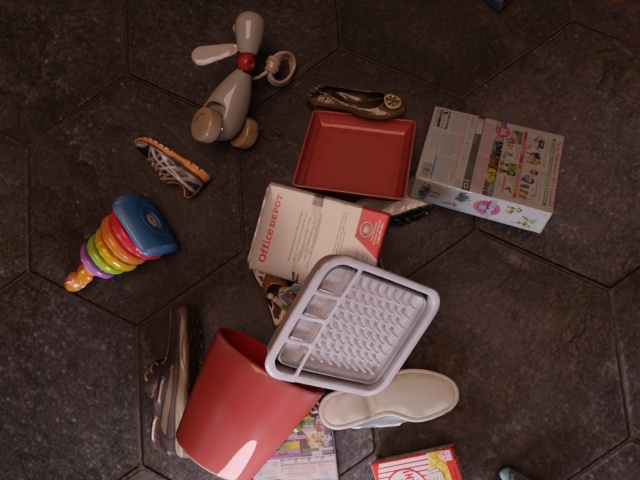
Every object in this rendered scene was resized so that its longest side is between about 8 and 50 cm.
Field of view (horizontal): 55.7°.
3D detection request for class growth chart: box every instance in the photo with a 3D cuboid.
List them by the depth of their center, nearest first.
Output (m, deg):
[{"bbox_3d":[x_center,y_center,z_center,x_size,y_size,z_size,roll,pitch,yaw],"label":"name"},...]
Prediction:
[{"bbox_3d":[-0.009,0.140,1.339,0.237,0.172,0.021,-12,48,44],"label":"growth chart"}]

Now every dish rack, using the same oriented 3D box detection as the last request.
[{"bbox_3d":[0.061,0.170,1.235,0.333,0.072,0.285,22,105,-35],"label":"dish rack"}]

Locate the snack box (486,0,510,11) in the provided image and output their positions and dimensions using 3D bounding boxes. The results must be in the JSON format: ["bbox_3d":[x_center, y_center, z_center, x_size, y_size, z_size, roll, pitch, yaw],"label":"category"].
[{"bbox_3d":[0.454,-0.704,1.496,0.174,0.070,0.207,43,87,10],"label":"snack box"}]

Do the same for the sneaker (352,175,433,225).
[{"bbox_3d":[0.125,-0.077,1.449,0.271,0.100,0.108,-16,69,0],"label":"sneaker"}]

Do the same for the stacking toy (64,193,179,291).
[{"bbox_3d":[-0.519,0.033,1.489,0.302,0.175,0.166,-35,85,15],"label":"stacking toy"}]

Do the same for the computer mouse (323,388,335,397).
[{"bbox_3d":[0.092,0.310,1.424,0.193,0.042,0.106,-15,77,10],"label":"computer mouse"}]

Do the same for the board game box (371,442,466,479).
[{"bbox_3d":[0.226,0.547,1.350,0.193,0.045,0.147,-21,80,20],"label":"board game box"}]

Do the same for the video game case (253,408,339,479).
[{"bbox_3d":[-0.064,0.497,1.426,0.201,0.023,0.183,-7,82,7],"label":"video game case"}]

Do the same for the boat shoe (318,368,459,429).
[{"bbox_3d":[0.151,0.365,1.379,0.319,0.099,0.116,-9,72,-7],"label":"boat shoe"}]

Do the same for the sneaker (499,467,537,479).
[{"bbox_3d":[0.380,0.631,1.332,0.122,0.110,0.283,33,85,27],"label":"sneaker"}]

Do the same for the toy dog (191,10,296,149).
[{"bbox_3d":[-0.228,-0.380,1.491,0.161,0.220,0.334,19,76,40],"label":"toy dog"}]

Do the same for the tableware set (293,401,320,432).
[{"bbox_3d":[-0.078,0.370,1.431,0.104,0.024,0.154,-44,70,-7],"label":"tableware set"}]

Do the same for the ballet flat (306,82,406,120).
[{"bbox_3d":[0.086,-0.348,1.487,0.250,0.058,0.084,11,49,10],"label":"ballet flat"}]

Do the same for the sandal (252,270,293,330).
[{"bbox_3d":[-0.109,0.126,1.458,0.090,0.060,0.219,-15,81,4],"label":"sandal"}]

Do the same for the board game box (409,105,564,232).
[{"bbox_3d":[0.381,-0.166,1.385,0.303,0.097,0.224,16,62,9],"label":"board game box"}]

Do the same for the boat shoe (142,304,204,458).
[{"bbox_3d":[-0.354,0.329,1.425,0.130,0.132,0.355,-2,81,6],"label":"boat shoe"}]

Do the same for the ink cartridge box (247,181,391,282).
[{"bbox_3d":[0.000,0.000,1.339,0.273,0.114,0.197,16,94,7],"label":"ink cartridge box"}]

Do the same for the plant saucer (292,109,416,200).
[{"bbox_3d":[0.085,-0.196,1.439,0.259,0.048,0.258,7,54,8],"label":"plant saucer"}]

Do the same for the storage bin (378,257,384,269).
[{"bbox_3d":[0.063,0.089,1.432,0.180,0.084,0.122,-13,82,5],"label":"storage bin"}]

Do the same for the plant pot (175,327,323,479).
[{"bbox_3d":[-0.166,0.361,1.311,0.275,0.275,0.243,30,88,9],"label":"plant pot"}]

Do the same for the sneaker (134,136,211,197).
[{"bbox_3d":[-0.383,-0.187,1.521,0.215,0.084,0.083,32,92,8],"label":"sneaker"}]
